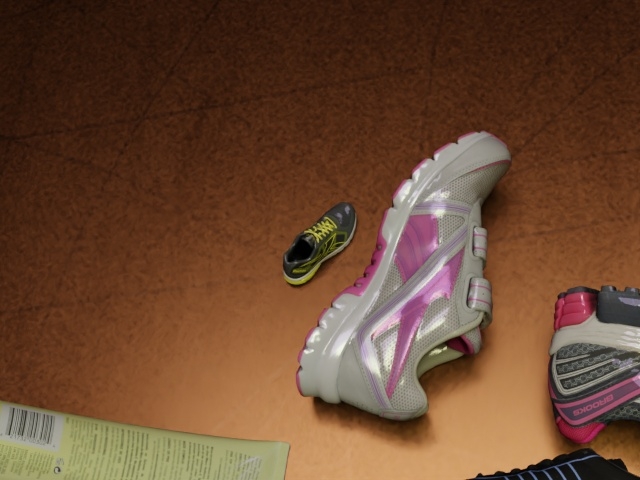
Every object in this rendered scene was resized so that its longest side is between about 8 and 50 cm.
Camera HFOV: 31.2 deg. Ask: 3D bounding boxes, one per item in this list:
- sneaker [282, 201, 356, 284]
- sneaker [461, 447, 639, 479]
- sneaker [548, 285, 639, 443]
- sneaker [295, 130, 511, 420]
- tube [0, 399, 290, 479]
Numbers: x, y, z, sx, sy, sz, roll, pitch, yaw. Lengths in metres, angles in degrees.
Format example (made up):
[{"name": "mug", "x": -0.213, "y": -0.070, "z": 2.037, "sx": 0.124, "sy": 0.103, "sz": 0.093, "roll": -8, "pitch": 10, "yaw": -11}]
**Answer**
[{"name": "sneaker", "x": 0.000, "y": 0.000, "z": 0.941, "sx": 0.031, "sy": 0.035, "sz": 0.083, "roll": 34, "pitch": 76, "yaw": 19}, {"name": "sneaker", "x": 0.161, "y": 0.192, "z": 0.817, "sx": 0.232, "sy": 0.081, "sz": 0.090, "roll": 10, "pitch": 61, "yaw": 9}, {"name": "sneaker", "x": 0.313, "y": 0.105, "z": 0.813, "sx": 0.299, "sy": 0.121, "sz": 0.112, "roll": 5, "pitch": 82, "yaw": 19}, {"name": "sneaker", "x": 0.089, "y": 0.034, "z": 0.886, "sx": 0.111, "sy": 0.103, "sz": 0.252, "roll": 29, "pitch": 81, "yaw": 15}, {"name": "tube", "x": -0.140, "y": 0.171, "z": 0.842, "sx": 0.240, "sy": 0.062, "sz": 0.070, "roll": 15, "pitch": 109, "yaw": -18}]
